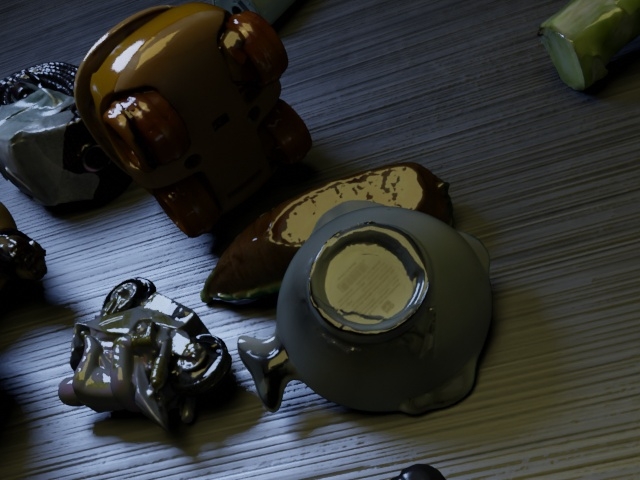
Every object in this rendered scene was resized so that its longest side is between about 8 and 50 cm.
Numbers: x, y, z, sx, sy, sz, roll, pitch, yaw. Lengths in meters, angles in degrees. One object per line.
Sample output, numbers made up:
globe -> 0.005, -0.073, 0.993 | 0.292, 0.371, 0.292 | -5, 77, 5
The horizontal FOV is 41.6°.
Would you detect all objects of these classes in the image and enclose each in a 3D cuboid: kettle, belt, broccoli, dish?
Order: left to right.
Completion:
belt -> -0.385, -0.165, 1.198 | 0.184, 0.164, 0.289 | -34, 39, -23
kettle -> -0.091, -0.392, 1.355 | 0.098, 0.127, 0.148 | 33, 59, 12
dish -> 0.035, 0.053, 0.739 | 0.246, 0.078, 0.224 | -30, 63, 0
broccoli -> 0.407, -0.312, 0.907 | 0.361, 0.221, 0.252 | -52, 38, -13

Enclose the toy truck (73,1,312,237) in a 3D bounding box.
toy truck -> -0.149, -0.145, 0.975 | 0.204, 0.288, 0.212 | -40, 53, -13

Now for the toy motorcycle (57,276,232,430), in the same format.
toy motorcycle -> -0.191, 0.120, 0.848 | 0.152, 0.073, 0.225 | -42, 40, -16

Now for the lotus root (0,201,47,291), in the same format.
lotus root -> -0.465, 0.014, 1.043 | 0.310, 0.182, 0.182 | -3, 45, 22

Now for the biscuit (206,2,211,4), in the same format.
biscuit -> -0.196, -0.288, 1.327 | 0.099, 0.038, 0.322 | -20, 39, 3

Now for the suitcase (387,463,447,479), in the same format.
suitcase -> 0.037, 0.297, 0.530 | 0.206, 0.066, 0.285 | -26, 39, 2

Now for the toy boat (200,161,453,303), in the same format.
toy boat -> -0.005, -0.003, 0.866 | 0.293, 0.099, 0.108 | -21, 65, 6
